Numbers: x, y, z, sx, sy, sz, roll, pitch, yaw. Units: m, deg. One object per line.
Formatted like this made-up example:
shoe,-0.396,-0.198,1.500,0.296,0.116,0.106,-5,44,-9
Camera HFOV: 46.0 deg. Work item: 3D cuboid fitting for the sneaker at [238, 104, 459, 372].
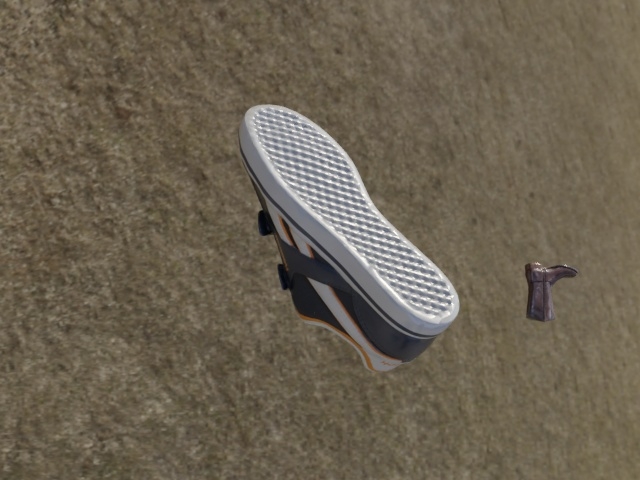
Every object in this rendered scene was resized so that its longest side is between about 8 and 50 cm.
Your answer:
sneaker,0.000,0.000,0.800,0.126,0.127,0.321,-15,58,-41

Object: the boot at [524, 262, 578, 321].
boot,0.429,0.102,1.397,0.037,0.106,0.114,99,-6,-64
